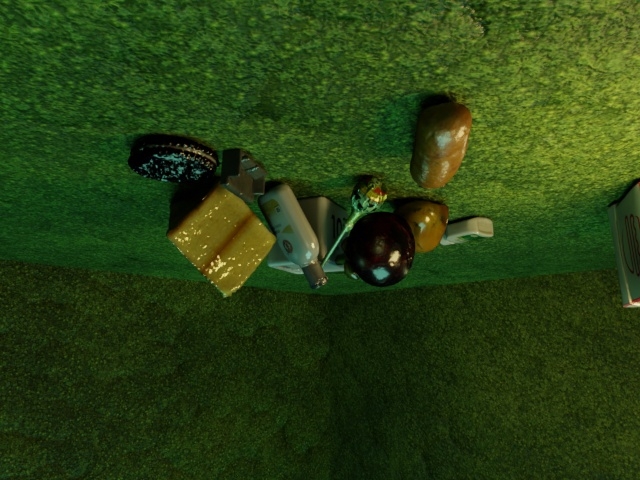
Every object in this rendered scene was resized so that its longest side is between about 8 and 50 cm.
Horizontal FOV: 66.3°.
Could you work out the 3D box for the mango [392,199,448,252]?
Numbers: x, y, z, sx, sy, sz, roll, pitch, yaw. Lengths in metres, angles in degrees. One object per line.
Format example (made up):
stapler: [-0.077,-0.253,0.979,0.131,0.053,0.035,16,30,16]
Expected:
mango: [0.291,-0.046,1.467,0.167,0.136,0.236,6,160,2]

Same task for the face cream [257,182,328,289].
face cream: [-0.067,-0.007,1.317,0.071,0.291,0.144,-31,-173,-34]

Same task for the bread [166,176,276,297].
bread: [-0.333,0.004,1.354,0.362,0.244,0.233,-9,127,51]

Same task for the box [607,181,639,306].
box: [0.991,0.008,1.303,0.315,0.311,0.300,-5,165,17]

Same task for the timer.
timer: [-0.036,-0.009,1.489,0.195,0.194,0.192,-5,167,25]

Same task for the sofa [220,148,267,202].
sofa: [-0.170,-0.144,1.127,0.060,0.085,0.147,0,168,15]

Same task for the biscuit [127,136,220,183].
biscuit: [-0.320,-0.172,1.072,0.195,0.053,0.194,0,169,0]

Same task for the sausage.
sausage: [0.226,-0.176,0.951,0.109,0.108,0.270,-1,165,6]

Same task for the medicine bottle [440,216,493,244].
medicine bottle: [0.494,-0.030,1.690,0.119,0.069,0.183,6,168,-35]

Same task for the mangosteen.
mangosteen: [0.157,0.021,1.364,0.216,0.215,0.216,0,168,0]

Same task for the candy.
candy: [0.074,-0.038,1.294,0.091,0.083,0.305,-21,148,-56]
